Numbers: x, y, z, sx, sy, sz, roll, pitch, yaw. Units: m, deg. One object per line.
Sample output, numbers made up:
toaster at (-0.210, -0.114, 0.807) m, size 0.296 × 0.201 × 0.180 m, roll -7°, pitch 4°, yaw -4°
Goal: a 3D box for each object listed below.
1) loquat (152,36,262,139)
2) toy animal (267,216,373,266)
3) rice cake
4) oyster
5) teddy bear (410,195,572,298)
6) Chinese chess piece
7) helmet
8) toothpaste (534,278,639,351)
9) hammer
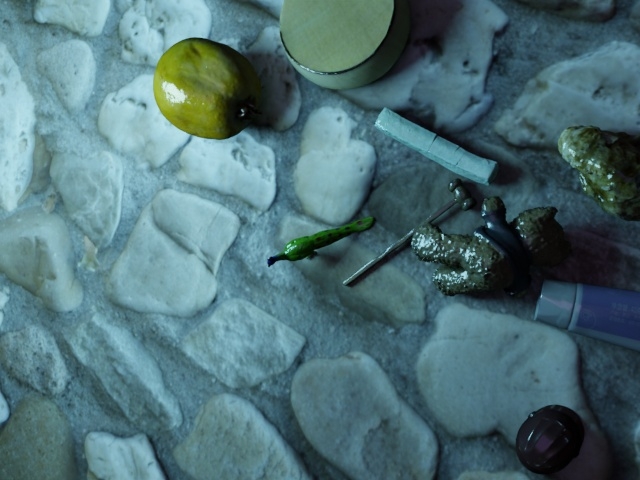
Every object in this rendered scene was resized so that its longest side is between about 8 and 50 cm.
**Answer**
loquat at (-0.217, -0.292, 1.383) m, size 0.234 × 0.176 × 0.187 m, roll 27°, pitch 96°, yaw 9°
toy animal at (-0.003, 0.004, 1.350) m, size 0.217 × 0.075 × 0.041 m, roll -20°, pitch 81°, yaw -11°
rice cake at (0.207, -0.171, 1.288) m, size 0.245 × 0.042 × 0.045 m, roll 32°, pitch 86°, yaw 18°
oyster at (0.541, -0.119, 1.141) m, size 0.295 × 0.094 × 0.166 m, roll -4°, pitch 76°, yaw 14°
teddy bear at (0.291, 0.028, 1.197) m, size 0.251 × 0.129 × 0.181 m, roll -20°, pitch 116°, yaw 14°
Chinese chess piece at (0.044, -0.410, 1.334) m, size 0.250 × 0.103 × 0.249 m, roll -2°, pitch 85°, yaw 21°
helmet at (0.377, 0.333, 1.174) m, size 0.098 × 0.070 × 0.123 m, roll 41°, pitch 101°, yaw 18°
toothpaste at (0.537, 0.136, 1.131) m, size 0.371 × 0.080 × 0.125 m, roll 12°, pitch 90°, yaw 16°
hammer at (0.154, -0.004, 1.307) m, size 0.292 × 0.029 × 0.058 m, roll -38°, pitch 73°, yaw 16°
